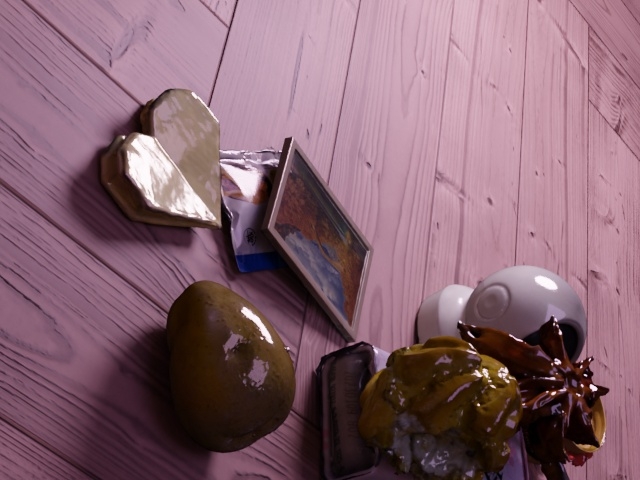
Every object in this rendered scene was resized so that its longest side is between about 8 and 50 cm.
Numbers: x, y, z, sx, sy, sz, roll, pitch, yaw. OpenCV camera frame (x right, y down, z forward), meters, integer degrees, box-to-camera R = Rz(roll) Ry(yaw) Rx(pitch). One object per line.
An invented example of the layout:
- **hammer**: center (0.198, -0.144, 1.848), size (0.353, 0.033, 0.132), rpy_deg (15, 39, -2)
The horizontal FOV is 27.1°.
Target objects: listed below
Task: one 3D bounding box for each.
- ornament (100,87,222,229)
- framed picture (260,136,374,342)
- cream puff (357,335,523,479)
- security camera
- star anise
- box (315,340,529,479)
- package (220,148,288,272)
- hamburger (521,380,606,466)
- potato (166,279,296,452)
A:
- **ornament**: center (-0.180, -0.080, 1.665), size (0.180, 0.059, 0.201), rpy_deg (54, 38, -20)
- **framed picture**: center (0.000, 0.000, 1.867), size (0.250, 0.016, 0.184), rpy_deg (53, 35, -35)
- **cream puff**: center (0.164, 0.210, 1.678), size (0.221, 0.195, 0.194), rpy_deg (42, 40, -35)
- **security camera**: center (0.290, 0.133, 2.031), size (0.194, 0.236, 0.194), rpy_deg (36, 43, -42)
- **star anise**: center (0.307, 0.257, 1.877), size (0.237, 0.148, 0.346), rpy_deg (-33, 103, -31)
- **box**: center (0.147, 0.283, 1.853), size (0.370, 0.112, 0.190), rpy_deg (29, 48, -44)
- **package**: center (-0.080, -0.043, 1.802), size (0.171, 0.027, 0.173), rpy_deg (-5, 75, -56)
- **hamburger**: center (0.365, 0.283, 2.133), size (0.175, 0.137, 0.175), rpy_deg (24, 56, -42)
- **potato**: center (-0.113, 0.142, 1.558), size (0.157, 0.157, 0.194), rpy_deg (2, 57, -54)
